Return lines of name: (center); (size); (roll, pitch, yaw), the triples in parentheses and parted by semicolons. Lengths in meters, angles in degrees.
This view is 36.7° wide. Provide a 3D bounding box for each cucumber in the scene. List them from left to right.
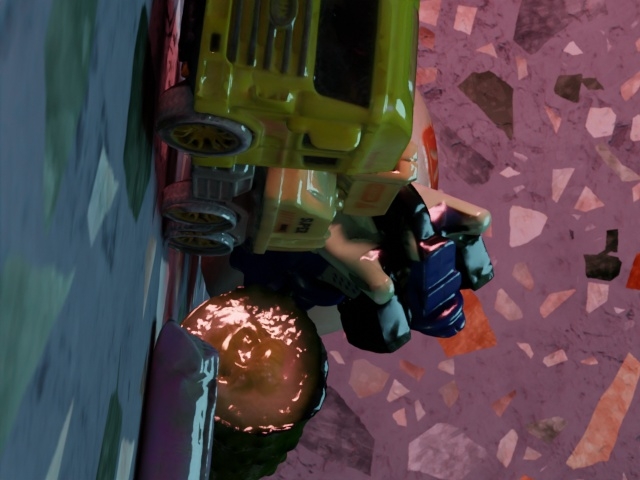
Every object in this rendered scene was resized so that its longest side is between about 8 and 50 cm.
cucumber: (-0.078, 0.152, 0.841); (0.244, 0.134, 0.134); (112, -16, -55)

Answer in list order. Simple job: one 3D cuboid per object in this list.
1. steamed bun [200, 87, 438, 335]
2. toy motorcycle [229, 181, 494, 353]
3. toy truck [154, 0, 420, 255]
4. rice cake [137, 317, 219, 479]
steamed bun: (0.010, -0.059, 1.156); (0.374, 0.241, 0.374); (-164, -90, -74)
toy motorcycle: (0.000, 0.000, 0.841); (0.331, 0.125, 0.196); (18, -45, 52)
toy truck: (-0.013, -0.071, 0.577); (0.272, 0.157, 0.124); (114, -19, -72)
rice cake: (-0.099, 0.184, 0.625); (0.055, 0.049, 0.270); (-19, -118, 60)
